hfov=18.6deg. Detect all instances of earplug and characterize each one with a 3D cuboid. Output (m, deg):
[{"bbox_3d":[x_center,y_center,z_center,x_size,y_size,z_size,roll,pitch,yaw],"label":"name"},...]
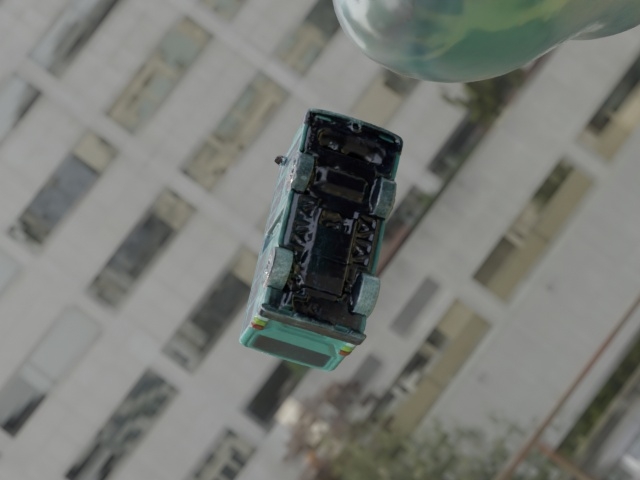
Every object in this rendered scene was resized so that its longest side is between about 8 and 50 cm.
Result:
[{"bbox_3d":[0.104,-0.174,1.195,0.185,0.185,0.324,-55,-9,32],"label":"earplug"}]

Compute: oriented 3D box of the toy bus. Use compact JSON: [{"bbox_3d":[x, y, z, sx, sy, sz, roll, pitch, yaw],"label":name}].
[{"bbox_3d":[0.000,0.000,1.335,0.092,0.079,0.160,126,159,-61],"label":"toy bus"}]
